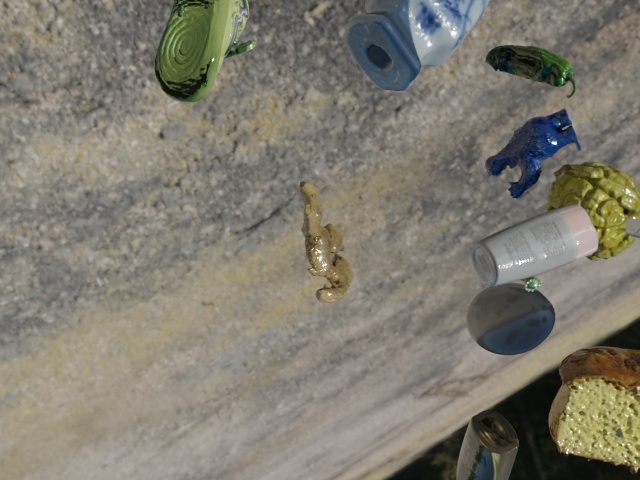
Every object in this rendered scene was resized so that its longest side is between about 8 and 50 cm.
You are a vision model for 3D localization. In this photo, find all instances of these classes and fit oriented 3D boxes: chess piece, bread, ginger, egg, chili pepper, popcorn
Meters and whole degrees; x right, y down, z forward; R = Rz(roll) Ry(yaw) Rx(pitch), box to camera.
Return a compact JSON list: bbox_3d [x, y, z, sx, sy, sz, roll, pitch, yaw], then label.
[{"bbox_3d":[0.326,0.047,1.264,0.042,0.093,0.042,-7,127,-10],"label":"chess piece"},{"bbox_3d":[0.582,0.311,1.489,0.339,0.179,0.195,12,106,-6],"label":"bread"},{"bbox_3d":[0.007,0.001,1.649,0.065,0.259,0.149,-16,177,24],"label":"ginger"},{"bbox_3d":[0.459,0.187,1.890,0.176,0.176,0.231,-14,174,-35],"label":"egg"},{"bbox_3d":[0.548,-0.450,2.023,0.074,0.256,0.100,3,109,-49],"label":"chili pepper"},{"bbox_3d":[0.696,-0.080,2.009,0.224,0.270,0.258,-31,174,3],"label":"popcorn"}]

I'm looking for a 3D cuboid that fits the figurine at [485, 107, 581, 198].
[{"bbox_3d":[0.536,-0.242,2.024,0.262,0.164,0.120,-38,131,14],"label":"figurine"}]

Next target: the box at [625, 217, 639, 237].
[{"bbox_3d":[0.746,-0.014,1.688,0.084,0.154,0.040,7,96,-53],"label":"box"}]

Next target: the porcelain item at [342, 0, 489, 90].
[{"bbox_3d":[0.236,-0.519,1.713,0.405,0.243,0.178,-50,-158,-25],"label":"porcelain item"}]

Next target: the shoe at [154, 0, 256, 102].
[{"bbox_3d":[-0.198,-0.372,1.405,0.140,0.263,0.128,8,179,42],"label":"shoe"}]

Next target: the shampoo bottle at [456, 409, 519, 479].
[{"bbox_3d":[0.352,0.520,1.734,0.084,0.126,0.350,-16,135,-20],"label":"shampoo bottle"}]

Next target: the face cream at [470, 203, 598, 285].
[{"bbox_3d":[0.315,0.007,1.150,0.198,0.084,0.057,-16,170,-26],"label":"face cream"}]
